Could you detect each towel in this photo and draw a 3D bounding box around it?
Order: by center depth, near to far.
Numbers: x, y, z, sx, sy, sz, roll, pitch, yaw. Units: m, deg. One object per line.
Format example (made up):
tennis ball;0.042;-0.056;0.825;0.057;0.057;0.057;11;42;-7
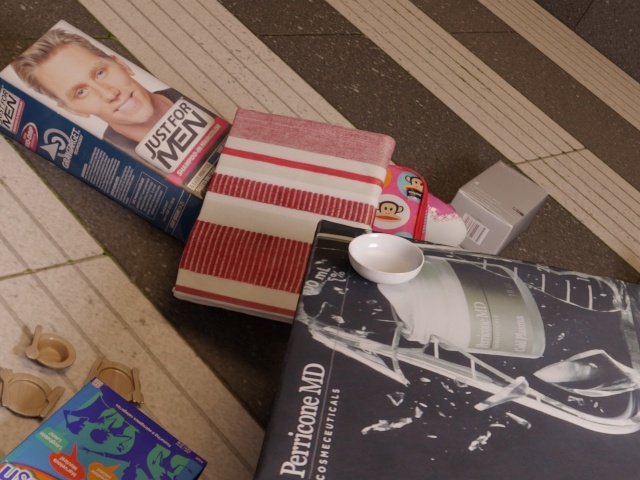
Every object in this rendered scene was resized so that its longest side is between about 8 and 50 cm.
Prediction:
towel;-0.045;-0.034;1.491;0.237;0.037;0.329;11;57;8

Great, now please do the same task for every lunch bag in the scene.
lunch bag;0.000;0.000;1.561;0.293;0.120;0.258;8;52;7

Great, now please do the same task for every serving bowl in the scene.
serving bowl;0.070;0.024;1.185;0.083;0.027;0.083;7;31;-4

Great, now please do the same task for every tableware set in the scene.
tableware set;-0.283;0.167;1.249;0.169;0.020;0.141;25;31;-13

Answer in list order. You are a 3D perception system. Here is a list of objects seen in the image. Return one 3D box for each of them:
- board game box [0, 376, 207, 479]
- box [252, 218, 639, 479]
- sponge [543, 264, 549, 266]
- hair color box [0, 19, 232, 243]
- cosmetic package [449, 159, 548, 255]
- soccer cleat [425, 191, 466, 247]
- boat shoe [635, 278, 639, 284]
board game box;-0.237;0.253;1.115;0.160;0.047;0.210;35;37;6
box;0.176;0.251;1.158;0.472;0.297;0.480;10;31;1
sponge;0.442;0.125;1.965;0.117;0.031;0.210;10;36;-32
hair color box;-0.293;-0.164;1.608;0.347;0.105;0.174;31;45;0
cosmetic package;0.330;-0.058;2.063;0.127;0.107;0.238;35;33;12
soccer cleat;0.084;-0.036;1.814;0.331;0.116;0.143;22;40;-6
boat shoe;0.653;0.131;2.070;0.105;0.113;0.306;39;33;1
